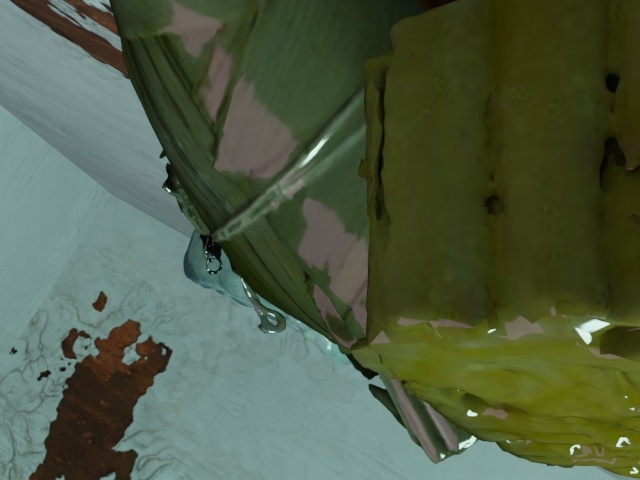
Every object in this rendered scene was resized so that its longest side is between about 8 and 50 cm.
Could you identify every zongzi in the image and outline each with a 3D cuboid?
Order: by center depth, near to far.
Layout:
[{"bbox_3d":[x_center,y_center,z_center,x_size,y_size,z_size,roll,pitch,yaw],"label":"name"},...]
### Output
[{"bbox_3d":[-0.047,-0.106,0.766,0.418,0.181,0.447,51,169,-21],"label":"zongzi"}]

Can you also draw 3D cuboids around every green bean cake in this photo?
[{"bbox_3d":[0.143,0.005,0.450,0.224,0.131,0.230,-7,159,29],"label":"green bean cake"}]

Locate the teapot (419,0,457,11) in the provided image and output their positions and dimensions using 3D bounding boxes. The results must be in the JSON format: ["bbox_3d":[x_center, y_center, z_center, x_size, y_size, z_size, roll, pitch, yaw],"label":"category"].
[{"bbox_3d":[0.082,-0.110,0.499,0.129,0.078,0.098,16,120,63],"label":"teapot"}]

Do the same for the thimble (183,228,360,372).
[{"bbox_3d":[0.000,0.000,1.187,0.205,0.172,0.250,29,176,-17],"label":"thimble"}]
